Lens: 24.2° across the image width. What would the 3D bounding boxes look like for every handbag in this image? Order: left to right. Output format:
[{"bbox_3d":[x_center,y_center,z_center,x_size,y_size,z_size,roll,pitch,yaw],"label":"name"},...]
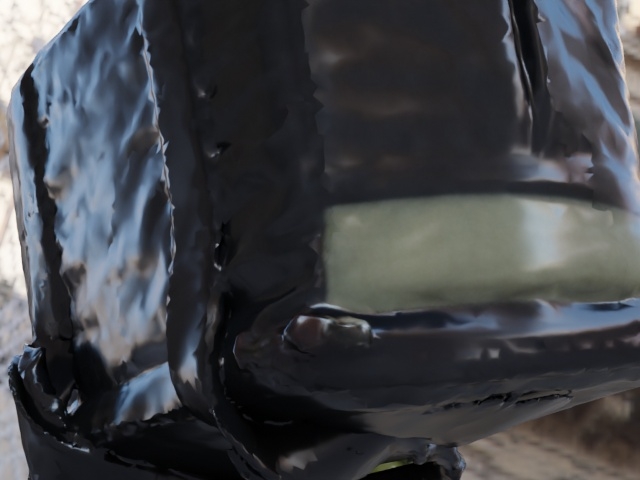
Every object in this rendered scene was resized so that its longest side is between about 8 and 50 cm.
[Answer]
[{"bbox_3d":[0.000,0.000,0.494,0.181,0.181,0.254,1,-15,-32],"label":"handbag"}]

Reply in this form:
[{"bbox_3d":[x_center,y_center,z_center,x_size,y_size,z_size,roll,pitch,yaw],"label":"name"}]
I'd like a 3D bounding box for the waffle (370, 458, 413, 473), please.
[{"bbox_3d":[0.044,0.171,1.161,0.073,0.317,0.297,8,-9,-1],"label":"waffle"}]
